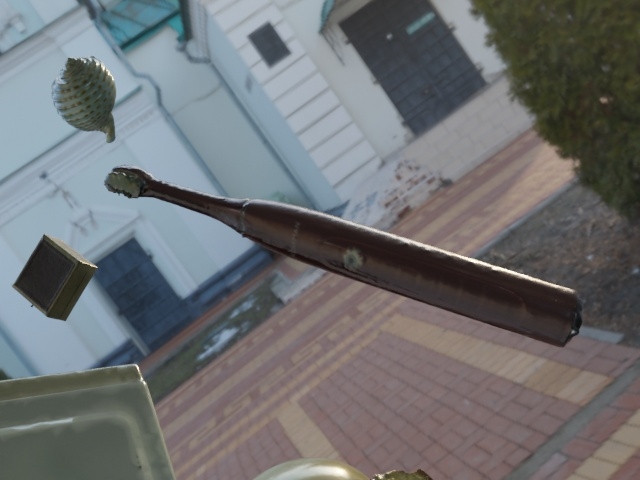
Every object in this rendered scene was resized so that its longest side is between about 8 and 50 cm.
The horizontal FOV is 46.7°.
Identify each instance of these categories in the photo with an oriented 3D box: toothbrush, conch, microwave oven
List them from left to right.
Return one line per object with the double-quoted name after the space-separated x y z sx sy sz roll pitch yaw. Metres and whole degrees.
-0.272 0.330 0.681 0.218 0.286 0.355 -1 -45 -32 "microwave oven"
-0.396 -0.243 1.240 0.102 0.135 0.153 -2 -44 -18 "conch"
0.000 0.000 0.525 0.041 0.363 0.041 18 -90 -72 "toothbrush"

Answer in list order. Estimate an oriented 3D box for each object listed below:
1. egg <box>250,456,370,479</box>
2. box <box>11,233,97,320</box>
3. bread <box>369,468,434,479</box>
-0.029 0.365 0.897 0.241 0.186 0.186 -17 -3 -23 "egg"
-0.328 0.047 0.912 0.083 0.079 0.035 -60 -29 -1 "box"
0.102 0.451 1.017 0.260 0.129 0.134 -84 15 -52 "bread"
